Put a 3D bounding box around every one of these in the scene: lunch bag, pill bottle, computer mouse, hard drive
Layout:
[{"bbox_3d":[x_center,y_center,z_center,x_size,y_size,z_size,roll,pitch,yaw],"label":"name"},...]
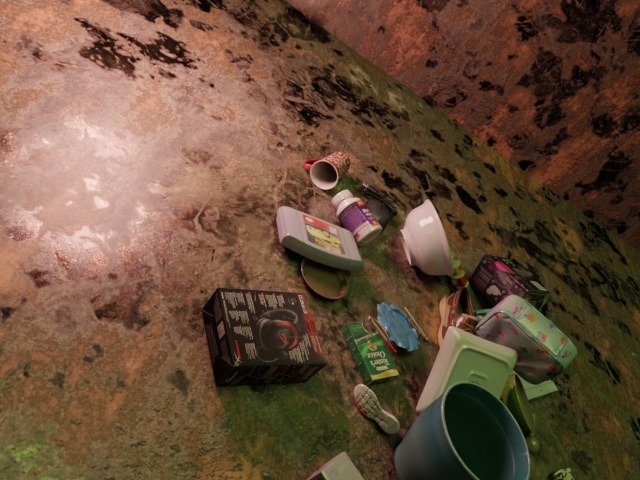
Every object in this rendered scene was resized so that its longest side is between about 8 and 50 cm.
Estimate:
[{"bbox_3d":[0.639,0.323,1.671,0.279,0.224,0.108,45,58,13],"label":"lunch bag"},{"bbox_3d":[0.125,-0.084,1.899,0.108,0.108,0.193,-15,63,-47],"label":"pill bottle"},{"bbox_3d":[0.215,-0.118,2.041,0.188,0.072,0.272,37,37,-6],"label":"computer mouse"},{"bbox_3d":[0.703,0.411,1.948,0.233,0.047,0.353,1,52,-39],"label":"hard drive"}]

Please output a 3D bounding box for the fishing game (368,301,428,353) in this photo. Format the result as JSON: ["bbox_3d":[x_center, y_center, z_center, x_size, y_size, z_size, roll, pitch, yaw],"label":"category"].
[{"bbox_3d":[0.240,0.277,1.689,0.189,0.041,0.264,54,27,17],"label":"fishing game"}]

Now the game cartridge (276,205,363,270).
[{"bbox_3d":[0.000,0.000,1.727,0.294,0.060,0.196,20,34,-24],"label":"game cartridge"}]

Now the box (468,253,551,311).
[{"bbox_3d":[0.732,0.184,2.069,0.163,0.142,0.247,10,28,-34],"label":"box"}]

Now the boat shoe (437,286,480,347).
[{"bbox_3d":[0.485,0.297,1.813,0.123,0.123,0.342,30,39,-14],"label":"boat shoe"}]

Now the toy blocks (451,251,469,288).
[{"bbox_3d":[0.530,0.132,2.059,0.148,0.054,0.123,61,8,-24],"label":"toy blocks"}]

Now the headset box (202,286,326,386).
[{"bbox_3d":[-0.131,0.244,1.352,0.293,0.110,0.218,7,49,-36],"label":"headset box"}]

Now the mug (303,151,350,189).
[{"bbox_3d":[0.032,-0.287,2.026,0.150,0.113,0.169,43,34,0],"label":"mug"}]

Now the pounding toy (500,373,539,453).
[{"bbox_3d":[0.611,0.551,1.708,0.236,0.110,0.183,62,25,-17],"label":"pounding toy"}]

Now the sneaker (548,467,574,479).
[{"bbox_3d":[0.762,0.745,1.670,0.109,0.040,0.043,9,49,-34],"label":"sneaker"}]

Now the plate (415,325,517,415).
[{"bbox_3d":[0.445,0.422,1.565,0.277,0.278,0.045,23,-1,-22],"label":"plate"}]

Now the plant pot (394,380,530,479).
[{"bbox_3d":[0.329,0.535,1.334,0.272,0.255,0.271,24,40,-22],"label":"plant pot"}]

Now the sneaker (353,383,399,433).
[{"bbox_3d":[0.152,0.455,1.443,0.158,0.061,0.065,49,11,9],"label":"sneaker"}]

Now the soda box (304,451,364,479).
[{"bbox_3d":[0.086,0.624,1.168,0.091,0.098,0.286,-20,67,-48],"label":"soda box"}]

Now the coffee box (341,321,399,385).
[{"bbox_3d":[0.146,0.329,1.560,0.113,0.040,0.184,3,50,-38],"label":"coffee box"}]

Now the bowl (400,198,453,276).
[{"bbox_3d":[0.376,0.008,1.954,0.298,0.134,0.297,-17,90,-86],"label":"bowl"}]

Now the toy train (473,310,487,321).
[{"bbox_3d":[0.656,0.315,1.867,0.248,0.105,0.143,-1,45,-3],"label":"toy train"}]

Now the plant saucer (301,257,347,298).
[{"bbox_3d":[0.008,0.118,1.663,0.168,0.029,0.168,22,41,-21],"label":"plant saucer"}]
